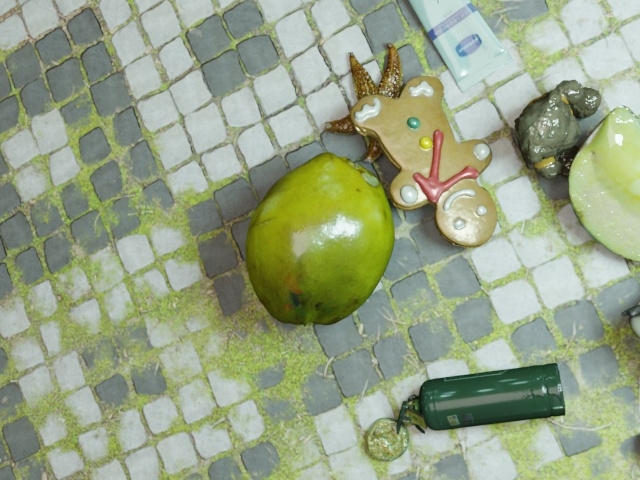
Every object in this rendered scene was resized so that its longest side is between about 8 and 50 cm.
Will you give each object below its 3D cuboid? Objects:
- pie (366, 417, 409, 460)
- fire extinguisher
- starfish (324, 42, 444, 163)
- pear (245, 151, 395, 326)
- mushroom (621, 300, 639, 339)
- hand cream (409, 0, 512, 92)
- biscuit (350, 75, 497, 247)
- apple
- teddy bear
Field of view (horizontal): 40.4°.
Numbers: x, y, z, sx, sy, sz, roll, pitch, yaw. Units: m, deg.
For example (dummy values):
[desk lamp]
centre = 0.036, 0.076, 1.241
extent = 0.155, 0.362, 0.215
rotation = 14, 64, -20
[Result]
[pie]
centre = 0.127, 0.377, 1.644
extent = 0.084, 0.021, 0.084
rotation = -1, 84, 14
[fire extinguisher]
centre = 0.279, 0.292, 1.565
extent = 0.311, 0.095, 0.114
rotation = -9, 118, 15
[starfish]
centre = 0.118, -0.265, 1.669
extent = 0.241, 0.043, 0.227
rotation = -8, 87, 11
[pear]
centre = 0.000, 0.000, 1.581
extent = 0.269, 0.269, 0.321
rotation = 14, 91, 17
[mushroom]
centre = 0.731, 0.167, 1.379
extent = 0.397, 0.314, 0.224
rotation = 52, 146, 2
[hand cream]
centre = 0.230, -0.442, 1.647
extent = 0.109, 0.067, 0.320
rotation = -33, 86, 12
[biscuit]
centre = 0.214, -0.142, 1.586
extent = 0.216, 0.047, 0.339
rotation = -25, 81, -9
[apple]
centre = 0.528, -0.085, 1.486
extent = 0.265, 0.120, 0.193
rotation = 43, 108, -6
[teddy bear]
centre = 0.396, -0.196, 1.504
extent = 0.140, 0.190, 0.177
rotation = 18, 102, 19
